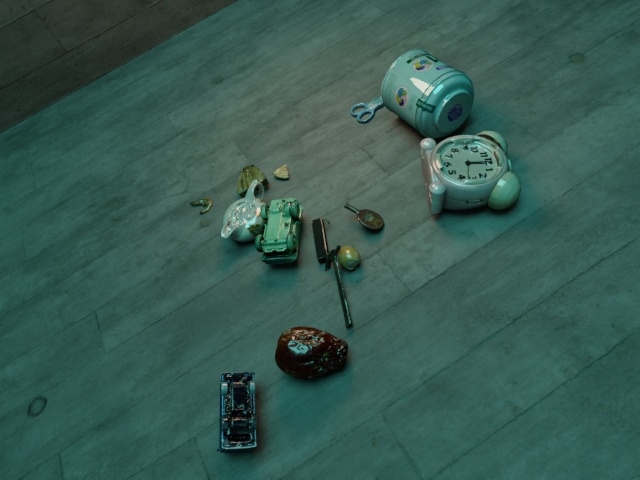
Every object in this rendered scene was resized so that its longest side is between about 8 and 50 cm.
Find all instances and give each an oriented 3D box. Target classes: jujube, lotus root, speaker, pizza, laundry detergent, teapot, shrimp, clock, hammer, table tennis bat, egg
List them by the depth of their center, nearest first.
[{"bbox_3d":[-0.029,0.366,1.567,0.236,0.168,0.168,3,56,2],"label":"jujube"},{"bbox_3d":[0.071,0.167,1.711,0.026,0.125,0.298,2,57,-27],"label":"hammer"},{"bbox_3d":[0.103,0.059,1.775,0.080,0.080,0.097,-26,48,0],"label":"egg"},{"bbox_3d":[0.552,-0.254,1.793,0.325,0.184,0.343,-8,59,8],"label":"clock"},{"bbox_3d":[0.000,0.000,1.876,0.046,0.040,0.191,-16,53,8],"label":"speaker"},{"bbox_3d":[0.154,-0.061,1.890,0.169,0.119,0.107,31,42,10],"label":"table tennis bat"},{"bbox_3d":[-0.307,-0.104,1.991,0.204,0.139,0.298,6,59,25],"label":"teapot"},{"bbox_3d":[0.454,-0.594,1.992,0.287,0.287,0.305,-35,52,-7],"label":"laundry detergent"},{"bbox_3d":[-0.304,-0.266,2.148,0.142,0.070,0.144,-24,56,9],"label":"lotus root"},{"bbox_3d":[-0.164,-0.306,2.156,0.083,0.025,0.078,20,69,21],"label":"pizza"},{"bbox_3d":[-0.546,-0.154,2.178,0.114,0.023,0.083,-3,58,12],"label":"shrimp"}]

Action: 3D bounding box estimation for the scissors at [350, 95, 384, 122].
[{"bbox_3d":[0.267,-0.640,2.246,0.255,0.030,0.125,-32,54,-3],"label":"scissors"}]

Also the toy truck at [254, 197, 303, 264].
[{"bbox_3d":[-0.150,-0.037,1.878,0.154,0.156,0.279,-5,55,15],"label":"toy truck"}]

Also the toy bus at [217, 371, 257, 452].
[{"bbox_3d":[-0.262,0.547,1.516,0.115,0.134,0.234,4,52,-16],"label":"toy bus"}]
